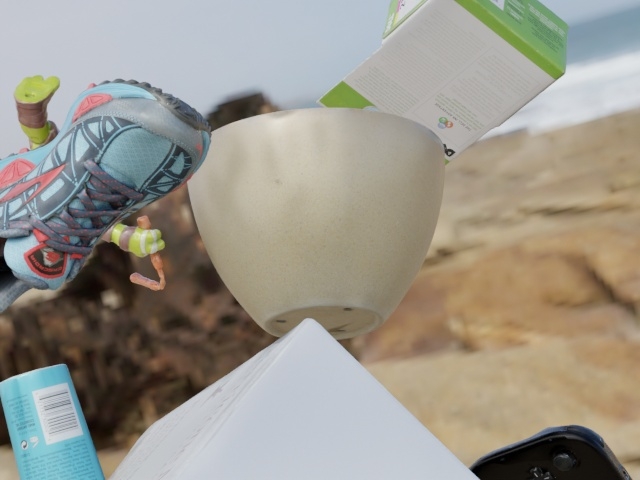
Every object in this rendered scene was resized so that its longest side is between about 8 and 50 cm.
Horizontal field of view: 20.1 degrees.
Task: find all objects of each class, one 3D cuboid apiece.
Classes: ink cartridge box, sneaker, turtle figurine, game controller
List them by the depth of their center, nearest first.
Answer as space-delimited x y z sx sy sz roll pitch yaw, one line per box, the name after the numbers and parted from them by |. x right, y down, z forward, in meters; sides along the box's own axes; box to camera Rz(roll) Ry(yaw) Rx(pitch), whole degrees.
-0.176 -0.018 1.315 0.262 0.104 0.125 -30 36 41 | sneaker
-0.274 -0.058 1.864 0.269 0.217 0.087 27 42 30 | turtle figurine
0.287 0.332 1.906 0.166 0.319 0.067 -28 19 21 | game controller
0.146 -0.214 2.198 0.255 0.189 0.097 -38 26 37 | ink cartridge box

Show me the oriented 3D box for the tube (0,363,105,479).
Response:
-0.184 0.196 1.326 0.080 0.207 0.052 -16 -7 -5 | tube

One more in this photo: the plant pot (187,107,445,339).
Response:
0.000 0.000 1.944 0.284 0.191 0.284 -3 -20 -1 | plant pot

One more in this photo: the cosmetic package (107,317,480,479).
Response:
-0.064 0.337 1.647 0.329 0.327 0.393 -49 7 -33 | cosmetic package
